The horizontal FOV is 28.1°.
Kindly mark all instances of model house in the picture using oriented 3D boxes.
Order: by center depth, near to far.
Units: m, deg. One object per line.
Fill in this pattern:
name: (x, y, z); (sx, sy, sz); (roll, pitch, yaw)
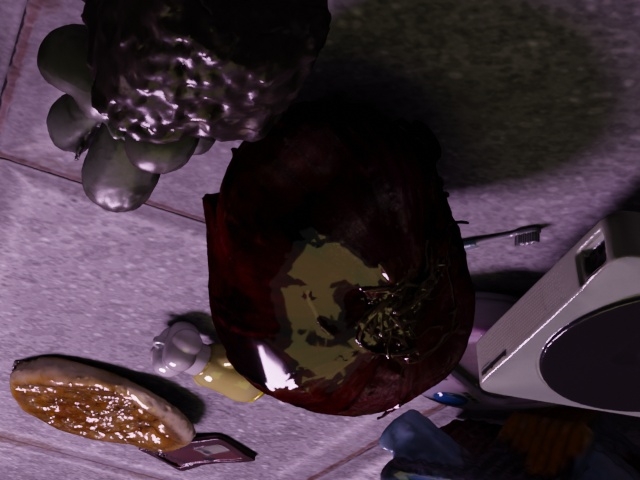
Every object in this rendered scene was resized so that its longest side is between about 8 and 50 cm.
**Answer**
model house: (0.243, 0.294, 1.463); (0.339, 0.297, 0.360); (39, -166, 14)

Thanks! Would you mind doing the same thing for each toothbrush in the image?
toothbrush: (0.130, 0.008, 1.175); (0.167, 0.014, 0.011); (-12, 155, 39)

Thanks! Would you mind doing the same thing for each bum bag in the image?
bum bag: (-0.186, 0.318, 1.938); (0.159, 0.026, 0.109); (-11, 147, 29)

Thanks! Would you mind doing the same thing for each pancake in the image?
pancake: (-0.301, 0.234, 1.782); (0.282, 0.049, 0.282); (11, 153, 6)

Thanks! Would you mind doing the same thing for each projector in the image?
projector: (0.305, 0.073, 1.138); (0.259, 0.079, 0.257); (12, 146, -17)

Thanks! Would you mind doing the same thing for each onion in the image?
onion: (0.010, 0.009, 1.011); (0.221, 0.281, 0.281); (-31, 157, -13)

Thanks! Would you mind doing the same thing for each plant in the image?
plant: (-0.109, -0.113, 0.869); (0.149, 0.146, 0.274); (20, 154, -24)

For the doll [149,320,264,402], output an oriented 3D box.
doll: (-0.126, 0.145, 1.508); (0.162, 0.062, 0.106); (24, 143, -28)

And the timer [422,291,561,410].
timer: (0.162, 0.116, 1.323); (0.191, 0.069, 0.208); (-8, 148, 34)
